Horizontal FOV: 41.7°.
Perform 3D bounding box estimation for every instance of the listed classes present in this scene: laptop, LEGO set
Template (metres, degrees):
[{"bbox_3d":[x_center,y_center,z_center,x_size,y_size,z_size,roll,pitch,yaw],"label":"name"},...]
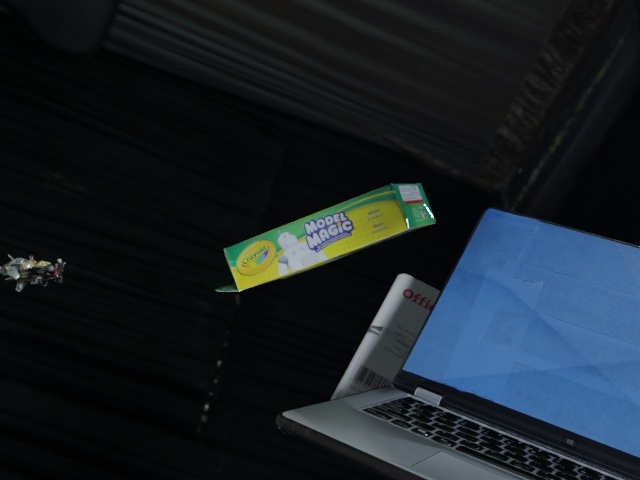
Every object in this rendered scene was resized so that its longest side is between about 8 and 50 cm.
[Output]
[{"bbox_3d":[0.241,0.107,0.762,0.408,0.382,0.236,8,98,-63],"label":"laptop"},{"bbox_3d":[-0.211,0.019,0.615,0.083,0.054,0.023,-16,-106,39],"label":"LEGO set"}]

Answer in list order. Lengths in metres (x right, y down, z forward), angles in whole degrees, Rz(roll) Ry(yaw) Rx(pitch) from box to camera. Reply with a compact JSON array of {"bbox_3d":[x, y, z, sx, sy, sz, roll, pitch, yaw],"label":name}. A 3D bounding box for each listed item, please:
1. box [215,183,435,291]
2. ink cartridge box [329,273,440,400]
[{"bbox_3d":[0.000,0.000,0.718,0.179,0.043,0.105,-23,176,19],"label":"box"},{"bbox_3d":[0.124,0.180,1.143,0.219,0.160,0.092,-60,172,-14],"label":"ink cartridge box"}]
